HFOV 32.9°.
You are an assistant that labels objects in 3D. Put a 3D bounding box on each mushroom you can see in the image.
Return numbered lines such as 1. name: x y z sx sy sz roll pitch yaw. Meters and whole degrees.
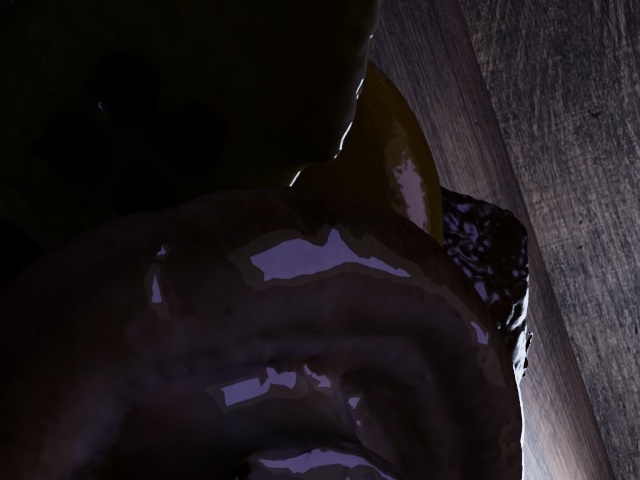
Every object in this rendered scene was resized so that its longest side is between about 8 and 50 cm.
1. mushroom: -0.027 0.112 0.423 0.278 0.146 0.278 -3 96 -33

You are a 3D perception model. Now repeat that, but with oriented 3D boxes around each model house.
1. model house: -0.041 -0.103 0.506 0.175 0.234 0.193 42 28 -15

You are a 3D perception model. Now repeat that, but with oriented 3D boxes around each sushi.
1. sushi: 0.107 0.082 0.996 0.296 0.179 0.167 88 -22 -45

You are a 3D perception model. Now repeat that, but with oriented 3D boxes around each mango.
1. mango: 0.000 0.000 0.692 0.119 0.176 0.317 1 74 -55
